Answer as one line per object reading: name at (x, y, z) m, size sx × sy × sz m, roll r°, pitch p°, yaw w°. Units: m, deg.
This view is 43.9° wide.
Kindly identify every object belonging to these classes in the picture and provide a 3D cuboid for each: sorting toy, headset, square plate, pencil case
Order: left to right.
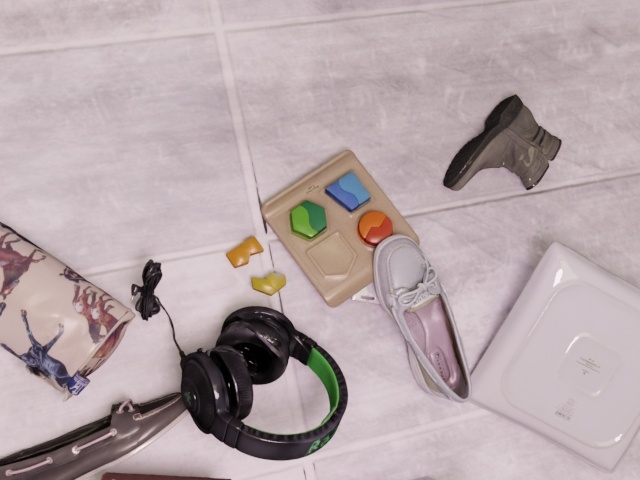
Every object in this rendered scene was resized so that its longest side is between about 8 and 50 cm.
pencil case at (-0.506, 0.076, 1.238) m, size 0.410 × 0.160 × 0.183 m, roll 36°, pitch 86°, yaw -8°
headset at (-0.135, 0.183, 1.280) m, size 0.394 × 0.185 × 0.243 m, roll 28°, pitch 38°, yaw 15°
sorting toy at (0.000, 0.000, 1.427) m, size 0.307 × 0.041 × 0.229 m, roll -34°, pitch 83°, yaw -14°
square plate at (0.494, 0.229, 1.474) m, size 0.347 × 0.049 × 0.344 m, roll 28°, pitch 98°, yaw -6°

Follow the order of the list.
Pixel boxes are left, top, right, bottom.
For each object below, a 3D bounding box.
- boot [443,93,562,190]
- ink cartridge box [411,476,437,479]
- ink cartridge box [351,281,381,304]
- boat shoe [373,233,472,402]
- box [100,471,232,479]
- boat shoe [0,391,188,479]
boot at (0.365, -0.153, 1.549) m, size 0.161 × 0.083 × 0.246 m, roll 44°, pitch 76°, yaw -12°
ink cartridge box at (0.151, 0.483, 1.301) m, size 0.197 × 0.273 × 0.114 m, roll -8°, pitch 84°, yaw -16°
ink cartridge box at (0.090, 0.059, 1.468) m, size 0.063 × 0.029 × 0.115 m, roll 9°, pitch 81°, yaw -10°
boat shoe at (0.190, 0.140, 1.419) m, size 0.118 × 0.103 × 0.320 m, roll -22°, pitch 101°, yaw -19°
box at (-0.249, 0.474, 1.220) m, size 0.203 × 0.167 × 0.168 m, roll 7°, pitch 43°, yaw -14°
boat shoe at (-0.366, 0.319, 1.270) m, size 0.335 × 0.112 × 0.095 m, roll -29°, pitch 95°, yaw -13°
